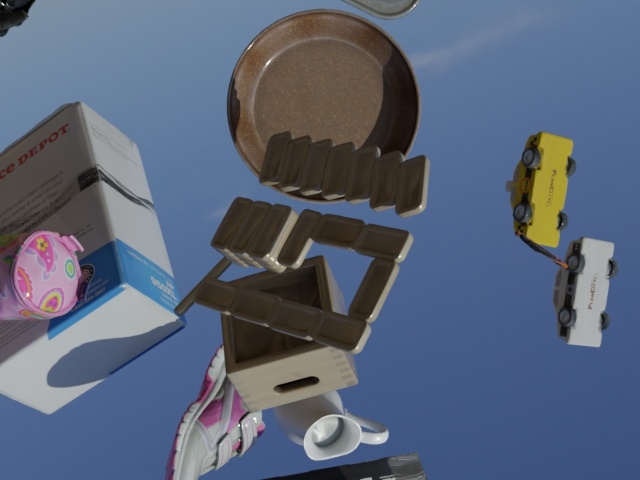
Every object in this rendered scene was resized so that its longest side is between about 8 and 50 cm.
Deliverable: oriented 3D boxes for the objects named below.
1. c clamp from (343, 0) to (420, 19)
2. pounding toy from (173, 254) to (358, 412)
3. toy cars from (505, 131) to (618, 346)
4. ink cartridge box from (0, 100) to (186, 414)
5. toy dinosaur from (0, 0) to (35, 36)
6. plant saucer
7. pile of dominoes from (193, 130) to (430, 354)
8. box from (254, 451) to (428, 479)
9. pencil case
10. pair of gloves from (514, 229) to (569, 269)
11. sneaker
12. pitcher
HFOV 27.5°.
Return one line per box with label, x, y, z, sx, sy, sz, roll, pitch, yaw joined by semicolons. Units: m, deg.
c clamp;0.041;-0.288;1.219;0.137;0.160;0.022;-59;-165;3
pounding toy;-0.066;0.084;1.478;0.181;0.094;0.206;-16;-131;8
toy cars;0.404;0.001;2.242;0.176;0.394;0.087;-37;-157;-27
ink cartridge box;-0.401;0.022;2.042;0.285;0.166;0.395;-33;-129;16
toy dinosaur;-0.333;-0.159;0.963;0.218;0.322;0.164;-35;165;8
plant saucer;0.003;-0.136;1.347;0.198;0.199;0.036;-18;180;0
pile of dominoes;0.000;0.000;1.215;0.251;0.040;0.196;13;-109;47
box;-0.041;0.476;2.072;0.318;0.097;0.395;-6;149;-27
pencil case;-0.443;0.047;1.768;0.284;0.124;0.124;-4;-158;40
pair of gloves;0.279;0.013;1.653;0.010;0.074;0.083;-56;180;7
sneaker;-0.139;0.266;1.849;0.111;0.103;0.252;24;-125;1
pitcher;0.015;0.328;2.410;0.177;0.125;0.207;7;-168;-24
